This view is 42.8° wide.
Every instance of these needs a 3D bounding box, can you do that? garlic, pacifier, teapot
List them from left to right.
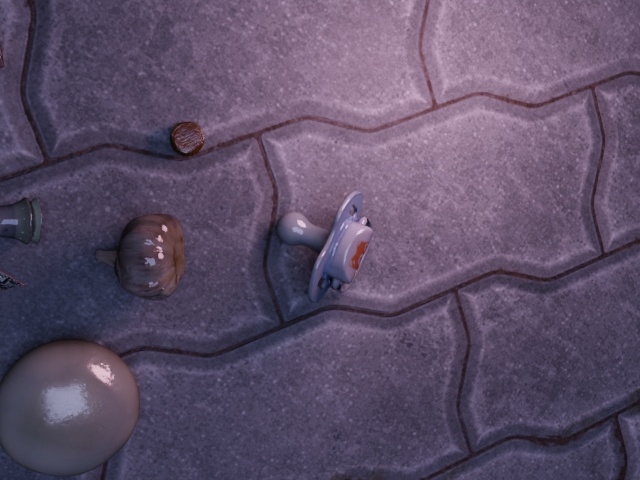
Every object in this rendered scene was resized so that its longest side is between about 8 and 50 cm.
[{"bbox_3d":[-0.747,-0.041,1.778,0.251,0.183,0.183,-3,98,-31],"label":"teapot"},{"bbox_3d":[-0.429,0.041,1.896,0.212,0.218,0.219,0,98,10],"label":"garlic"},{"bbox_3d":[0.000,0.000,2.044,0.233,0.244,0.299,24,84,10],"label":"pacifier"}]

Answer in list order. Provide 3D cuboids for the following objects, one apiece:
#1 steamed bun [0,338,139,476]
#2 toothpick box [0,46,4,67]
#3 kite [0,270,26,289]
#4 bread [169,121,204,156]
[{"bbox_3d":[-0.577,0.384,1.865,0.324,0.206,0.324,-2,98,-17],"label":"steamed bun"},{"bbox_3d":[-0.778,-0.410,1.741,0.180,0.111,0.111,-13,101,-16],"label":"toothpick box"},{"bbox_3d":[-0.795,0.099,1.855,0.232,0.009,0.189,-15,102,-17],"label":"kite"},{"bbox_3d":[-0.319,-0.244,1.952,0.085,0.053,0.085,1,86,-13],"label":"bread"}]
